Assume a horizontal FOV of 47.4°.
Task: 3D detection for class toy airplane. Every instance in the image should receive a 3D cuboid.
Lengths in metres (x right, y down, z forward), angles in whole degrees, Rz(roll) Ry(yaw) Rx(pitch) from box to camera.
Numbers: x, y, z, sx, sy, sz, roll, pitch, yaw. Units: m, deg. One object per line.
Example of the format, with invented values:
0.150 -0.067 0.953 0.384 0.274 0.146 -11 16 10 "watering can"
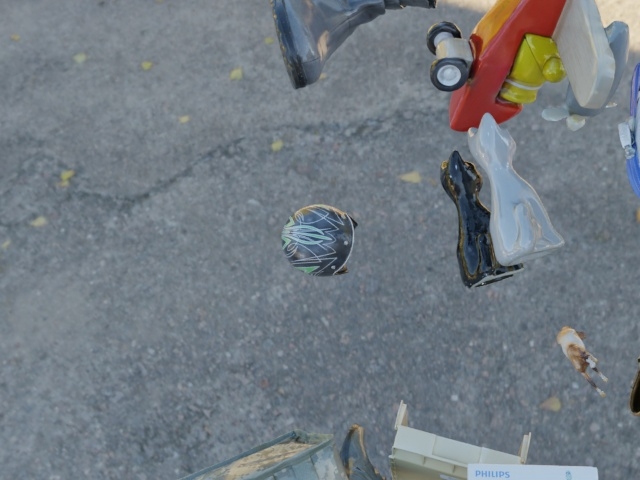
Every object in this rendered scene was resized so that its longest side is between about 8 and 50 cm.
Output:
0.372 -0.345 1.114 0.386 0.272 0.384 -65 18 -7 "toy airplane"

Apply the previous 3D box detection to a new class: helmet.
0.000 0.000 1.547 0.169 0.161 0.170 -3 81 19 "helmet"

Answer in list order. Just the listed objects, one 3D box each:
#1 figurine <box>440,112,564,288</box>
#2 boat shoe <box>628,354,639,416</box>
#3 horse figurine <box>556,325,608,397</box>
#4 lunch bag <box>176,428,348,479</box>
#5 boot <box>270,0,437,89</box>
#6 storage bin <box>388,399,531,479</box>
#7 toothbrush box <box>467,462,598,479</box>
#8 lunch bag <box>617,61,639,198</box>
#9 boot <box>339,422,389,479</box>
0.242 -0.057 1.051 0.092 0.215 0.210 -14 76 -13 "figurine"
0.849 0.306 1.795 0.119 0.324 0.122 0 20 -22 "boat shoe"
0.706 0.305 1.987 0.066 0.174 0.263 -38 18 17 "horse figurine"
-0.092 0.405 0.940 0.287 0.169 0.235 -18 88 -26 "lunch bag"
0.055 -0.331 1.020 0.222 0.118 0.338 -7 39 9 "boot"
0.285 0.455 1.522 0.262 0.260 0.123 12 60 16 "storage bin"
0.361 0.532 1.220 0.216 0.126 0.296 -4 66 17 "toothbrush box"
0.460 -0.090 0.762 0.303 0.115 0.243 20 59 -8 "lunch bag"
0.108 0.487 1.492 0.161 0.084 0.246 17 25 5 "boot"
